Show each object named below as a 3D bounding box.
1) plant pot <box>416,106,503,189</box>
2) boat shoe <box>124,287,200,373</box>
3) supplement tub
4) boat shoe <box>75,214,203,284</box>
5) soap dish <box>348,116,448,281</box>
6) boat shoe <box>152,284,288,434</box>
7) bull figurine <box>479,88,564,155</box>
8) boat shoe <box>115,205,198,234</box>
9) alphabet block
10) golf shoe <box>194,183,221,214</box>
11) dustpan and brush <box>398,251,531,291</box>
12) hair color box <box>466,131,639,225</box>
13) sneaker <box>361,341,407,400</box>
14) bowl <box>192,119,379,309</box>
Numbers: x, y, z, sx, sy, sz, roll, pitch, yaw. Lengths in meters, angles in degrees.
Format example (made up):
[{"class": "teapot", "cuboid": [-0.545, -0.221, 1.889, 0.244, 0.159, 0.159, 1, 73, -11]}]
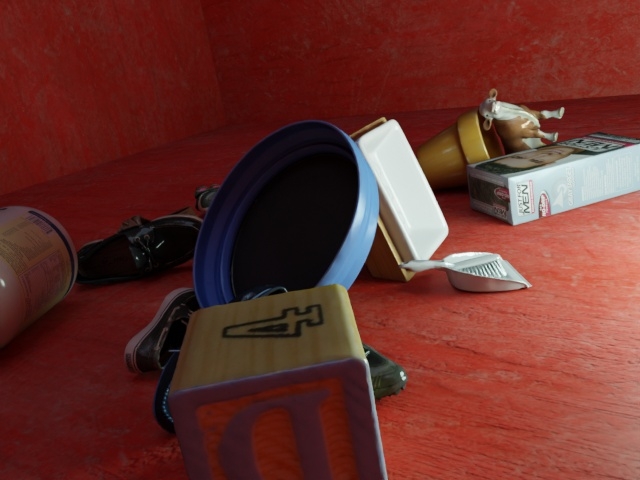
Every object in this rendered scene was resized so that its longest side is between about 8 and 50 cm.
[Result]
[{"class": "plant pot", "cuboid": [0.366, -0.223, 1.770, 0.188, 0.205, 0.205, -19, 12, 27]}, {"class": "boat shoe", "cuboid": [-0.243, 0.151, 1.129, 0.070, 0.078, 0.219, -5, 26, 20]}, {"class": "supplement tub", "cuboid": [-0.648, 0.083, 1.295, 0.235, 0.236, 0.325, -7, 18, 11]}, {"class": "boat shoe", "cuboid": [-0.416, 0.030, 1.510, 0.340, 0.127, 0.113, -9, 19, 10]}, {"class": "soap dish", "cuboid": [0.127, -0.081, 1.322, 0.118, 0.291, 0.229, -21, 10, 33]}, {"class": "boat shoe", "cuboid": [-0.136, 0.145, 0.919, 0.089, 0.109, 0.258, -29, 24, 50]}, {"class": "bull figurine", "cuboid": [0.525, -0.272, 1.709, 0.188, 0.310, 0.101, 15, 72, 35]}, {"class": "boat shoe", "cuboid": [-0.446, -0.007, 1.643, 0.324, 0.116, 0.123, -16, 18, -4]}, {"class": "alphabet block", "cuboid": [-0.041, 0.180, 0.726, 0.193, 0.192, 0.197, -9, 17, -1]}, {"class": "golf shoe", "cuboid": [-0.238, -0.133, 2.001, 0.272, 0.105, 0.120, -23, 37, -20]}, {"class": "dustpan and brush", "cuboid": [0.244, 0.050, 1.176, 0.211, 0.060, 0.147, -10, 18, 0]}, {"class": "hair color box", "cuboid": [0.550, -0.150, 1.540, 0.374, 0.114, 0.185, -15, 18, -14]}, {"class": "sneaker", "cuboid": [0.018, 0.148, 0.924, 0.078, 0.106, 0.234, -25, 23, -37]}, {"class": "bowl", "cuboid": [-0.064, -0.019, 1.149, 0.391, 0.391, 0.077, 10, -16, 47]}]
